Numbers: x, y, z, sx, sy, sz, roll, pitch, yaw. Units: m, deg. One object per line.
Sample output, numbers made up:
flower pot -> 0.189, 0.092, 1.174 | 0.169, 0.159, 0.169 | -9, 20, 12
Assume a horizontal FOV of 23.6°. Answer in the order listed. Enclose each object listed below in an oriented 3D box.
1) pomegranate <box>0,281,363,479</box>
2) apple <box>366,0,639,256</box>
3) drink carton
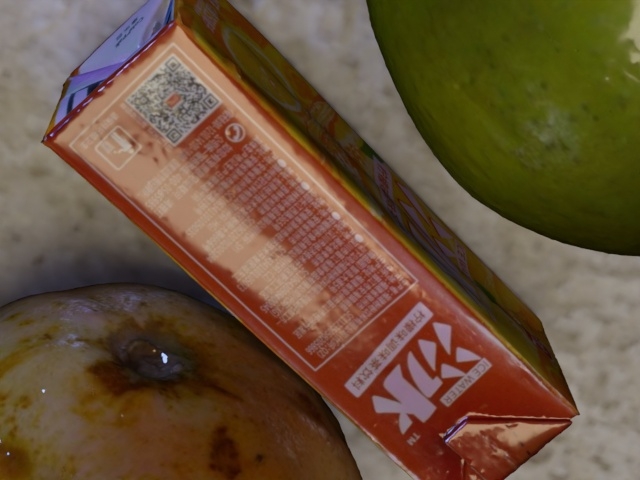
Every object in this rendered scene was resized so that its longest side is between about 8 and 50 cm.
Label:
pomegranate -> -0.082, 0.118, 0.598 | 0.207, 0.207, 0.207 | -1, 112, -2
apple -> 0.105, -0.089, 0.532 | 0.157, 0.196, 0.196 | -23, 115, 40
drink carton -> 0.000, 0.000, 0.608 | 0.071, 0.096, 0.223 | -42, 108, 13
